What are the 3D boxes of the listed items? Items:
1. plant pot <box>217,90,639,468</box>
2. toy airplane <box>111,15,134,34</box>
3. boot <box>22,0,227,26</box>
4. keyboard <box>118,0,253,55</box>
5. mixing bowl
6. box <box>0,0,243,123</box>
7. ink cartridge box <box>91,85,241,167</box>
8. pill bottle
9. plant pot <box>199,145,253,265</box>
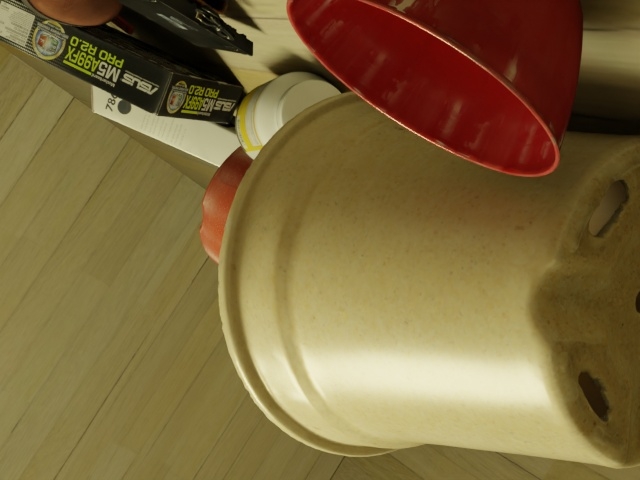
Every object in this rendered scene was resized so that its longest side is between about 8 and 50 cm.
[{"bbox_3d":[0.137,0.036,0.737,0.334,0.334,0.305,36,163,-30],"label":"plant pot"},{"bbox_3d":[-0.302,-0.329,1.242,0.151,0.028,0.151,31,175,3],"label":"toy airplane"},{"bbox_3d":[-0.215,-0.291,1.012,0.280,0.096,0.264,16,166,26],"label":"boot"},{"bbox_3d":[-0.132,-0.224,0.933,0.108,0.023,0.180,17,180,30],"label":"keyboard"},{"bbox_3d":[0.081,-0.127,0.543,0.181,0.098,0.181,31,174,3],"label":"mixing bowl"},{"bbox_3d":[-0.266,-0.238,1.252,0.270,0.060,0.216,27,-169,15],"label":"box"},{"bbox_3d":[-0.214,-0.184,1.407,0.332,0.065,0.165,26,-167,7],"label":"ink cartridge box"},{"bbox_3d":[-0.031,-0.134,1.053,0.103,0.103,0.184,34,174,-16],"label":"pill bottle"},{"bbox_3d":[0.000,0.000,1.205,0.265,0.272,0.272,30,174,36],"label":"plant pot"}]
